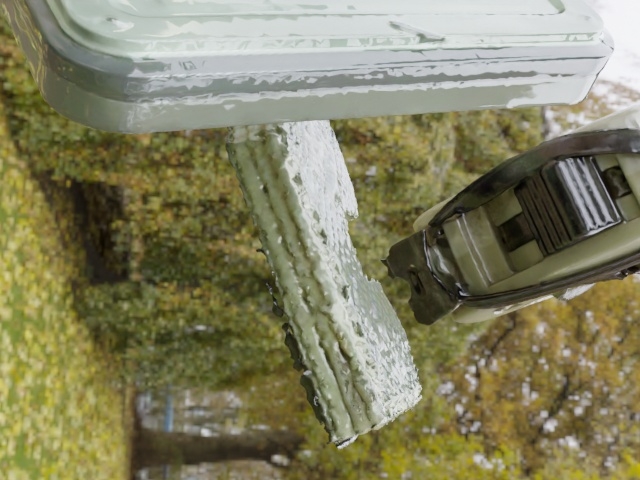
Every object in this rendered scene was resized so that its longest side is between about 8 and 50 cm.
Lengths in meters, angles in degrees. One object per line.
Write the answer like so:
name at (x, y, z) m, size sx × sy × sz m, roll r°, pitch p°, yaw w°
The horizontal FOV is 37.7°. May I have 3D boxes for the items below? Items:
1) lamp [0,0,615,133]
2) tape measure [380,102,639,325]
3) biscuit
lamp at (-0.029, -0.147, 0.455) m, size 0.266 × 0.269 × 0.047 m, roll 57°, pitch -38°, yaw 36°
tape measure at (0.224, -0.020, 0.755) m, size 0.231 × 0.271 × 0.133 m, roll -34°, pitch -108°, yaw 48°
biscuit at (0.000, 0.000, 0.597) m, size 0.250 × 0.046 × 0.147 m, roll 70°, pitch 15°, yaw 10°
